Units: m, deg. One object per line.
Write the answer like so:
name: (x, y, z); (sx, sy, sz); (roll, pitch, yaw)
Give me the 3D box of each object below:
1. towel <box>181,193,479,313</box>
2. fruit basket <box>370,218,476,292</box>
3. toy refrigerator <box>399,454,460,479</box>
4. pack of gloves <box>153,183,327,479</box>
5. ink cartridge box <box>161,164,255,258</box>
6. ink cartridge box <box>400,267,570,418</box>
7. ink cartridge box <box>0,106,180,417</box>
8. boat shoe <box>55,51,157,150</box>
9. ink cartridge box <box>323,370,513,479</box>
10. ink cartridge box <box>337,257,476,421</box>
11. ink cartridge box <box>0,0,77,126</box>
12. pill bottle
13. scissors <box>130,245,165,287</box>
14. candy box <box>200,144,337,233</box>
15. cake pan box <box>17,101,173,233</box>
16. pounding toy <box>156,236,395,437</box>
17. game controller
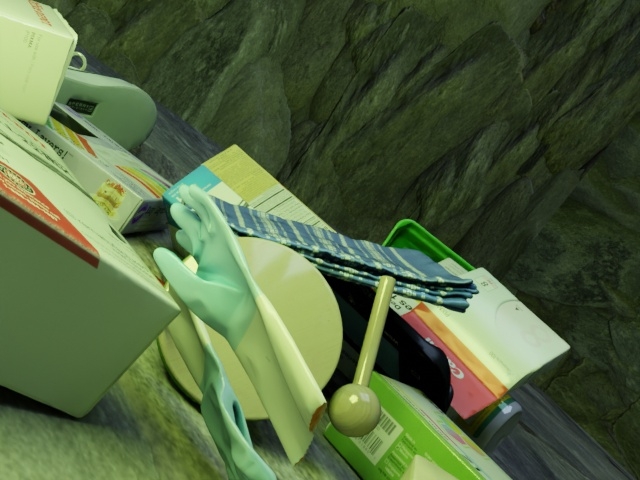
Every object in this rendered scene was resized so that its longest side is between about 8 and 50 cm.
towel: (0.000, 0.000, 0.976); (0.335, 0.040, 0.243); (16, 8, -12)
fruit basket: (0.247, 0.159, 1.744); (0.392, 0.283, 0.392); (35, -12, 8)
toy refrigerator: (0.092, 0.270, 0.652); (0.102, 0.094, 0.269); (31, 5, 6)
pack of gloves: (-0.087, 0.086, 0.621); (0.046, 0.195, 0.232); (-11, 52, -29)
ink cartridge box: (-0.125, 0.008, 1.148); (0.190, 0.082, 0.140); (41, -26, 23)
ink cartridge box: (0.226, 0.139, 1.196); (0.232, 0.066, 0.189); (-12, 49, -46)
ink cartridge box: (-0.255, -0.023, 0.605); (0.273, 0.114, 0.197); (41, -2, 40)
boat shoe: (-0.434, -0.247, 1.397); (0.156, 0.136, 0.367); (37, 15, 20)
ink cartridge box: (0.150, 0.269, 0.966); (0.189, 0.097, 0.255); (42, 8, 39)
ink cartridge box: (0.182, 0.161, 1.294); (0.201, 0.117, 0.278); (40, 37, 25)
ink cartridge box: (-0.447, -0.246, 0.941); (0.283, 0.117, 0.207); (15, 17, -31)
pill bottle: (0.227, 0.259, 1.395); (0.208, 0.118, 0.117); (40, 6, 28)
scissors: (-0.176, 0.072, 0.947); (0.297, 0.021, 0.109); (40, 4, 12)
candy box: (-0.083, -0.016, 1.475); (0.316, 0.087, 0.183); (41, -23, 37)
cake pan box: (-0.334, -0.112, 1.172); (0.267, 0.070, 0.246); (37, 4, 5)
pounding toy: (-0.055, 0.105, 0.838); (0.236, 0.183, 0.110); (14, -25, -13)
game controller: (0.056, 0.108, 1.107); (0.319, 0.067, 0.166); (42, -13, 30)
